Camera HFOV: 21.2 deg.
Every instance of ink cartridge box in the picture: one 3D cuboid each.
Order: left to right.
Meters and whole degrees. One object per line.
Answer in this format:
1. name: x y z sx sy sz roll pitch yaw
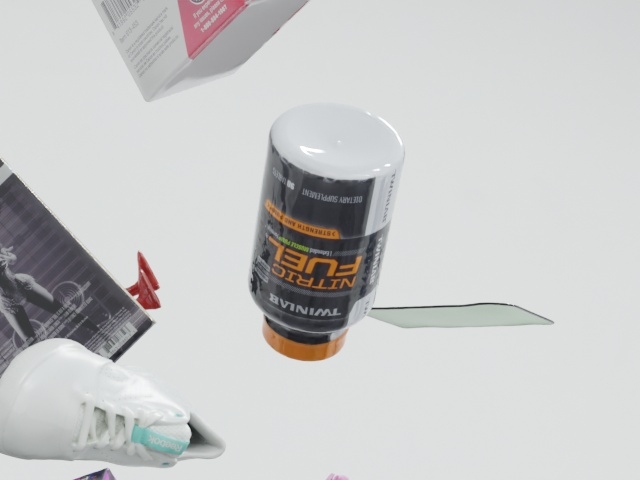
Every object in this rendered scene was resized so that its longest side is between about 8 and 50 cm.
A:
1. ink cartridge box: -0.118 -0.255 1.323 0.100 0.237 0.172 -24 -8 -39

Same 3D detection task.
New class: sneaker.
1. sneaker: -0.134 0.119 1.133 0.094 0.080 0.212 24 6 27

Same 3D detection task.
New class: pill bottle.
1. pill bottle: 0.000 0.000 1.654 0.130 0.130 0.246 0 -53 -12

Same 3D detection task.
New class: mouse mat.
1. mouse mat: 0.150 0.084 1.898 0.189 0.007 0.152 -4 -12 26

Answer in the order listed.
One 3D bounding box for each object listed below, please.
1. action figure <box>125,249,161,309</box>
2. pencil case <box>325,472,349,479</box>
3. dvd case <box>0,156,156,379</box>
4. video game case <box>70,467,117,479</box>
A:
1. action figure: -0.323 0.063 1.799 0.280 0.139 0.091 -26 19 2
2. pencil case: 0.092 0.243 1.298 0.209 0.095 0.098 14 -56 14
3. dvd case: -0.289 0.055 1.628 0.164 0.221 0.018 -44 -5 4
4. video game case: -0.264 0.289 1.329 0.210 0.232 0.042 -24 -67 14
